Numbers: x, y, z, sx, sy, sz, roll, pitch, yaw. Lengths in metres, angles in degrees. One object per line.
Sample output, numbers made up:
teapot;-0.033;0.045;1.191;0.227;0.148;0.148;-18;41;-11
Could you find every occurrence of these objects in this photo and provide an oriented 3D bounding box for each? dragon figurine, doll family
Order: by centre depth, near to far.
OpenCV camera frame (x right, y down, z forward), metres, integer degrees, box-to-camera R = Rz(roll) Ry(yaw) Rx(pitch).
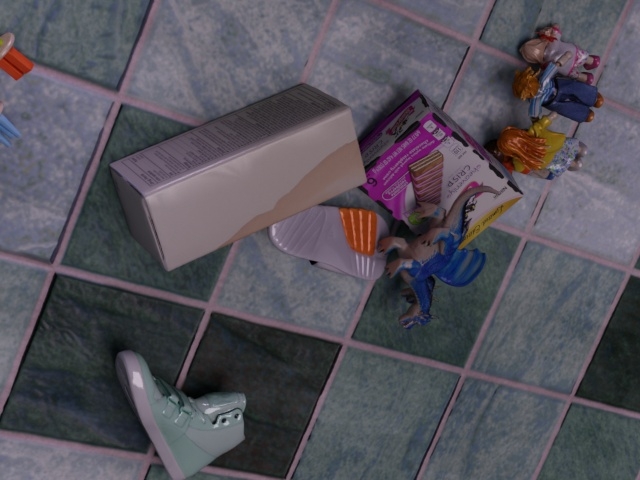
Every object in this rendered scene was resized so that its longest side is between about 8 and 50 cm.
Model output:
dragon figurine;0.186;0.013;1.945;0.144;0.085;0.289;22;124;-36
doll family;0.346;-0.195;2.020;0.163;0.118;0.263;11;104;-32

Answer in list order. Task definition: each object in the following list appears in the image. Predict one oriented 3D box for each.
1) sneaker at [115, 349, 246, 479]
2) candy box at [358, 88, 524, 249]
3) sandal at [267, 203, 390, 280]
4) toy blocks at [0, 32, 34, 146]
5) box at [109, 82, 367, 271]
sneaker;-0.194;0.224;1.903;0.151;0.094;0.256;-29;131;-10
candy box;0.168;-0.094;1.964;0.159;0.071;0.233;-42;126;17
sandal;0.002;-0.011;1.928;0.265;0.076;0.102;17;84;-47
toy blocks;-0.409;-0.198;1.640;0.123;0.054;0.148;-48;124;-4
box;-0.111;-0.091;1.795;0.311;0.148;0.121;-24;120;-17
